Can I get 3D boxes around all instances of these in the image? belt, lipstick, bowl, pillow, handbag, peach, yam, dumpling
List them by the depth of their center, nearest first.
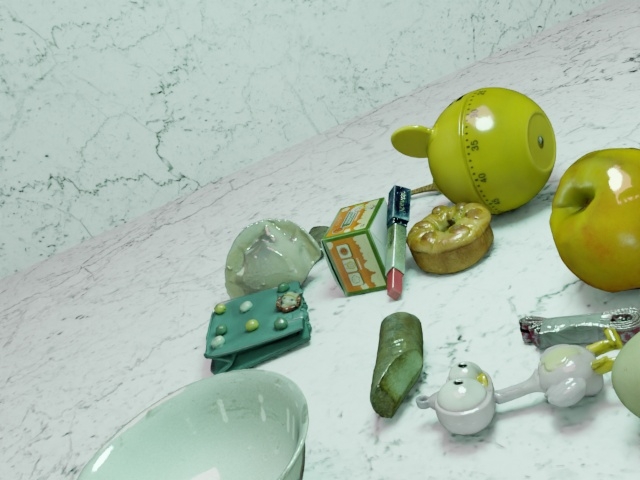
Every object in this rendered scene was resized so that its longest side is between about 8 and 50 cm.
[{"bbox_3d":[-0.185,0.428,1.178,0.434,0.196,0.435,-21,21,9],"label":"bowl"},{"bbox_3d":[0.483,0.166,1.304,0.232,0.053,0.071,-8,27,33],"label":"belt"},{"bbox_3d":[0.621,-0.040,1.373,0.307,0.289,0.289,13,17,-14],"label":"peach"},{"bbox_3d":[0.155,0.240,1.398,0.106,0.106,0.259,-17,22,16],"label":"yam"},{"bbox_3d":[0.194,0.002,1.781,0.051,0.051,0.312,126,156,-56],"label":"lipstick"},{"bbox_3d":[-0.164,0.210,1.794,0.274,0.100,0.269,-22,21,6],"label":"handbag"},{"bbox_3d":[-0.146,0.059,1.959,0.243,0.227,0.175,-41,12,-30],"label":"dumpling"},{"bbox_3d":[0.001,-0.001,2.182,0.093,0.051,0.241,-20,19,9],"label":"pillow"}]

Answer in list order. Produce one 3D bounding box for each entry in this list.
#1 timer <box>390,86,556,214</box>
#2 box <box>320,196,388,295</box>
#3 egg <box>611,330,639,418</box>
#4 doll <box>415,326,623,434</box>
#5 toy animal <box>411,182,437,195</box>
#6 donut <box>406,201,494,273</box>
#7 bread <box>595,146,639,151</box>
[{"bbox_3d":[0.422,-0.237,1.905,0.386,0.376,0.376,-8,26,41],"label":"timer"},{"bbox_3d":[0.114,0.016,1.856,0.148,0.178,0.195,-14,23,26],"label":"box"},{"bbox_3d":[0.546,0.190,0.997,0.253,0.189,0.188,-10,25,37],"label":"egg"},{"bbox_3d":[0.339,0.248,1.207,0.365,0.094,0.160,-16,20,18],"label":"doll"},{"bbox_3d":[0.386,-0.183,2.217,0.275,0.054,0.149,-24,19,1],"label":"toy animal"},{"bbox_3d":[0.329,-0.009,1.782,0.226,0.114,0.227,-21,22,9],"label":"donut"},{"bbox_3d":[0.711,-0.148,1.711,0.229,0.123,0.230,-19,20,7],"label":"bread"}]
